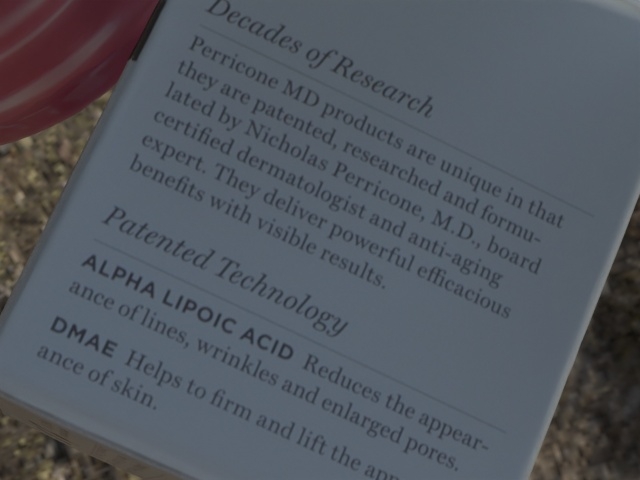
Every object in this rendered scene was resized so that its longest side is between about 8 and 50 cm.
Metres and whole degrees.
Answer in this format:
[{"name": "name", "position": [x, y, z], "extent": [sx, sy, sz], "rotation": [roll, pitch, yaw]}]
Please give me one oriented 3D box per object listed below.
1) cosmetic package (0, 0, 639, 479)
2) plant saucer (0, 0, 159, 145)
[{"name": "cosmetic package", "position": [0.000, 0.000, 0.455], "extent": [0.151, 0.151, 0.183], "rotation": [25, 76, -5]}, {"name": "plant saucer", "position": [-0.177, -0.212, 0.672], "extent": [0.084, 0.332, 0.332], "rotation": [22, 52, -60]}]
